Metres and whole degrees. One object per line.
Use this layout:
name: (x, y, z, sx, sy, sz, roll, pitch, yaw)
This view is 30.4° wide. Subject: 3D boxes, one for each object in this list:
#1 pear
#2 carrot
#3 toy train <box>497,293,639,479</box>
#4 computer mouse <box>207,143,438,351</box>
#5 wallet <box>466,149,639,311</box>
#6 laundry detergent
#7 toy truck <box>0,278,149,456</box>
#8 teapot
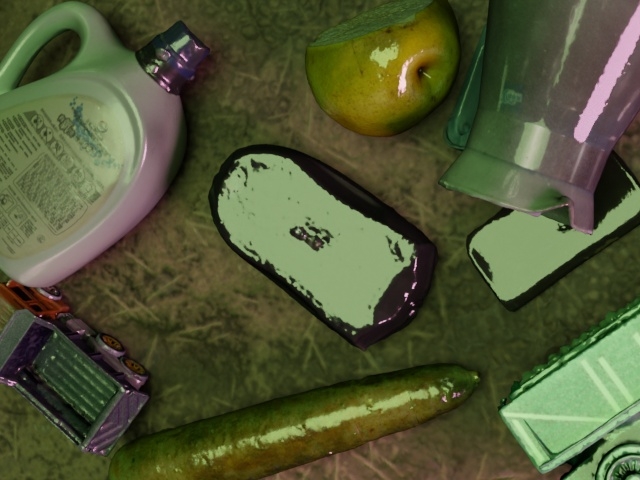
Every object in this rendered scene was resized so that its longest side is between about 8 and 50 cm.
pear: (0.060, -0.145, 1.012, 0.141, 0.141, 0.104, -13, 113, 17)
carrot: (-0.027, 0.173, 1.057, 0.359, 0.074, 0.074, -18, 83, 15)
toy train: (0.276, 0.125, 0.941, 0.269, 0.115, 0.154, -38, 69, 14)
computer mouse: (0.000, 0.000, 1.050, 0.217, 0.073, 0.122, 37, 102, 9)
wallet: (0.203, -0.012, 1.012, 0.157, 0.018, 0.082, -38, 78, 14)
laundry detergent: (-0.227, -0.112, 1.110, 0.280, 0.105, 0.215, -44, 75, 14)
toy truck: (-0.248, 0.116, 1.119, 0.192, 0.092, 0.083, 39, 101, 16)
teapot: (0.184, -0.131, 0.951, 0.203, 0.171, 0.225, 29, 100, 60)
